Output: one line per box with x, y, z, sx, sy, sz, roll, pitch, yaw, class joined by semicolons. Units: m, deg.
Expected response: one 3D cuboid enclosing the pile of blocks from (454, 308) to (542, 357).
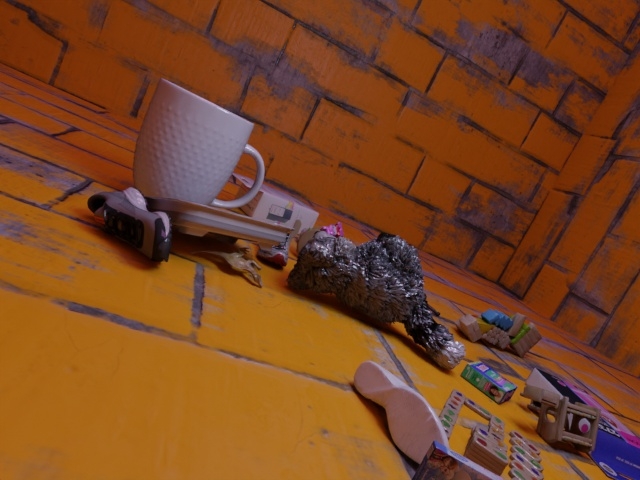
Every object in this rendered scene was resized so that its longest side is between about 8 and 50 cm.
0.608;0.289;1.495;0.362;0.148;0.112;20;12;-27;pile of blocks

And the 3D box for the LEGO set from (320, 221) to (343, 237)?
0.020;0.062;1.295;0.093;0.087;0.227;4;64;-29;LEGO set

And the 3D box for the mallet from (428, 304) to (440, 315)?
0.355;0.214;1.576;0.062;0.039;0.190;16;18;-48;mallet

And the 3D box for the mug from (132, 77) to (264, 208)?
-0.341;-0.228;1.250;0.374;0.327;0.276;21;12;-28;mug

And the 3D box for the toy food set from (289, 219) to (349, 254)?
-0.014;0.018;1.403;0.192;0.132;0.038;22;-11;17;toy food set

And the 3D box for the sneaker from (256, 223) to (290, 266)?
-0.132;0.007;1.253;0.088;0.092;0.225;23;12;-19;sneaker

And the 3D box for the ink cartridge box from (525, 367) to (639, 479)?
0.681;0.463;1.072;0.176;0.069;0.371;25;13;-5;ink cartridge box

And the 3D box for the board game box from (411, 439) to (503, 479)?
0.155;0.301;0.511;0.090;0.090;0.020;27;6;5;board game box

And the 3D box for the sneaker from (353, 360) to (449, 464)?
0.144;0.272;0.691;0.094;0.080;0.212;33;4;-32;sneaker

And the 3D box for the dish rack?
-0.262;-0.037;1.051;0.286;0.072;0.333;10;-4;43;dish rack

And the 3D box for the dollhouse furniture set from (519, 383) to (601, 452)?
0.491;0.391;0.974;0.182;0.101;0.161;22;-13;-18;dollhouse furniture set

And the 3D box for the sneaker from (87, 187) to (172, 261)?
-0.383;-0.029;0.868;0.108;0.100;0.272;-6;28;-45;sneaker

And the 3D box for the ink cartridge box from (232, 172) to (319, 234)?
-0.207;-0.144;1.734;0.354;0.119;0.207;19;13;-38;ink cartridge box

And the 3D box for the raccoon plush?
0.130;0.131;1.046;0.299;0.216;0.446;-5;36;-42;raccoon plush

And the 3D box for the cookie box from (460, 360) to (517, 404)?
0.412;0.344;1.052;0.107;0.040;0.092;33;13;38;cookie box

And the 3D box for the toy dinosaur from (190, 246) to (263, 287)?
-0.203;0.044;1.013;0.183;0.053;0.092;27;12;2;toy dinosaur

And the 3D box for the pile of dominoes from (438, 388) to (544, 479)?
0.320;0.354;0.785;0.196;0.040;0.251;30;12;22;pile of dominoes

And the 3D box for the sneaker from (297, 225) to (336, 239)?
0.000;0.000;1.544;0.110;0.118;0.292;20;11;-23;sneaker
